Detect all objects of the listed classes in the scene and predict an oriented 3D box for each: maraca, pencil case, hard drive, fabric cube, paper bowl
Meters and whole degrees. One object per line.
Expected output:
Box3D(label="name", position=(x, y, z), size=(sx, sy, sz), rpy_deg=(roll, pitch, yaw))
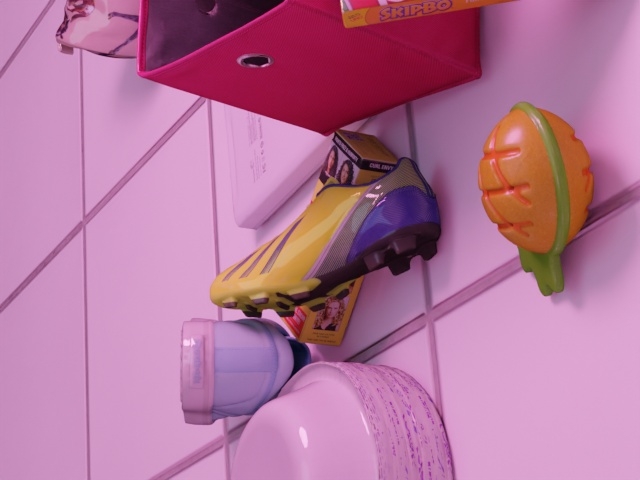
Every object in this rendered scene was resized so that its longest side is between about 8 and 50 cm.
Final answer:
Box3D(label="maraca", position=(0.194, -0.037, 1.428), size=(0.127, 0.099, 0.185), rpy_deg=(-115, 16, -54))
Box3D(label="pencil case", position=(-0.292, -0.459, 2.347), size=(0.183, 0.160, 0.410), rpy_deg=(19, 107, 31))
Box3D(label="hard drive", position=(-0.033, -0.170, 1.944), size=(0.307, 0.040, 0.203), rpy_deg=(-42, 48, 51))
Box3D(label="fabric cube", position=(-0.010, -0.280, 1.636), size=(0.254, 0.258, 0.259), rpy_deg=(-17, 65, 46))
Box3D(label="paper bowl", position=(0.004, 0.267, 1.653), size=(0.284, 0.148, 0.284), rpy_deg=(-20, 67, 60))

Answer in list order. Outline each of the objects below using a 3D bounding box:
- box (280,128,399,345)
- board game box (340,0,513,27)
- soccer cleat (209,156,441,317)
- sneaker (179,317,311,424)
Box3D(label="box", position=(0.019, -0.002, 1.785), size=(0.087, 0.058, 0.232), rpy_deg=(51, 128, 53))
Box3D(label="board game box", position=(0.142, -0.271, 1.440), size=(0.039, 0.259, 0.124), rpy_deg=(77, -174, -66))
Box3D(label="soccer cleat", position=(0.001, 0.000, 1.704), size=(0.289, 0.093, 0.121), rpy_deg=(-23, 68, 30))
Box3D(label="sneaker", position=(-0.087, 0.157, 1.881), size=(0.366, 0.150, 0.135), rpy_deg=(145, 128, -87))
